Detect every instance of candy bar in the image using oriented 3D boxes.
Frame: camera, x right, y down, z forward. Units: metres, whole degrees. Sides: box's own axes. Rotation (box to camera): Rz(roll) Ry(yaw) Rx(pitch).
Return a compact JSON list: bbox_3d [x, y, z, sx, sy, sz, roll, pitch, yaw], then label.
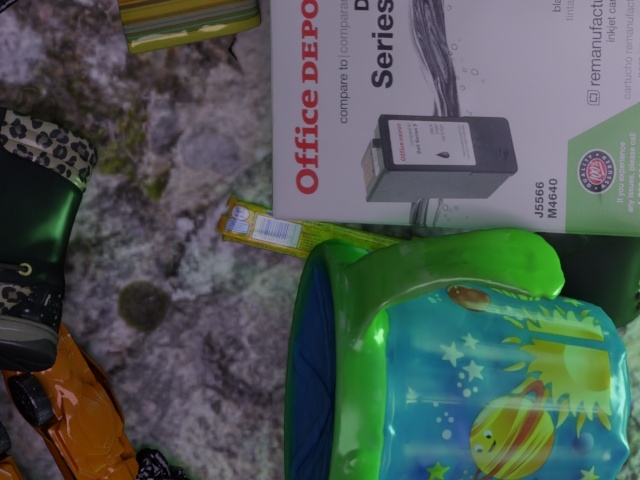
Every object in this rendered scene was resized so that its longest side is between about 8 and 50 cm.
[{"bbox_3d":[0.000,0.000,1.442,0.162,0.018,0.040,14,101,-8],"label":"candy bar"}]

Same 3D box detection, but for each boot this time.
[{"bbox_3d":[-0.285,-0.014,1.354,0.236,0.085,0.178,15,68,-3],"label":"boot"},{"bbox_3d":[0.253,-0.008,1.439,0.198,0.077,0.137,-19,112,15],"label":"boot"}]

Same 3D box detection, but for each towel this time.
[{"bbox_3d":[-0.110,-0.252,1.338,0.102,0.021,0.237,-12,118,-6],"label":"towel"}]

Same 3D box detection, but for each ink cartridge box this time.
[{"bbox_3d":[0.104,-0.113,1.331,0.273,0.115,0.198,2,104,11],"label":"ink cartridge box"}]

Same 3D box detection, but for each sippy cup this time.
[{"bbox_3d":[0.100,0.122,1.376,0.224,0.305,0.240,3,84,-9],"label":"sippy cup"}]

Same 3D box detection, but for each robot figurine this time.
[{"bbox_3d":[-0.203,0.201,1.430,0.211,0.085,0.291,-34,109,-26],"label":"robot figurine"}]

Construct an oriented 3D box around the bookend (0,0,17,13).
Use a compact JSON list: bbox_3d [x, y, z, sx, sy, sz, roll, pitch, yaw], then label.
[{"bbox_3d":[-0.287,-0.216,1.328,0.156,0.072,0.157,-35,105,6],"label":"bookend"}]
